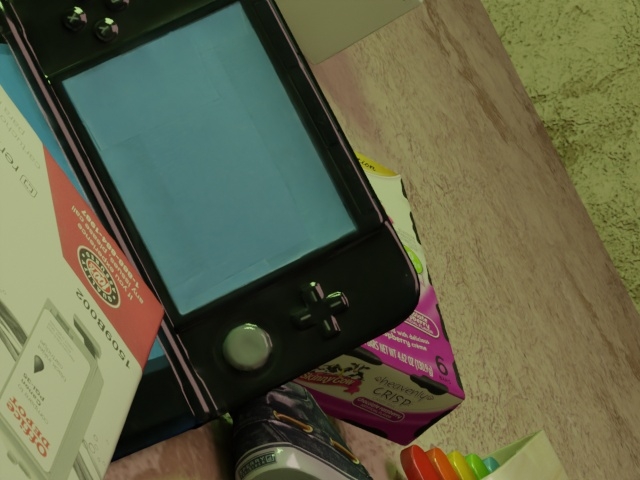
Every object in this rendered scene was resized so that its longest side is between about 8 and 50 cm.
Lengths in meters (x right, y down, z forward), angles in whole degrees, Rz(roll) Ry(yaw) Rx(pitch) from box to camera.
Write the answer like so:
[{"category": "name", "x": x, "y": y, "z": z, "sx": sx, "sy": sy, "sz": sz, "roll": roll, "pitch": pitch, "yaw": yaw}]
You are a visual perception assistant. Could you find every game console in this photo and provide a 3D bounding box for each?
[{"category": "game console", "x": -0.097, "y": -0.044, "z": 1.045, "sx": 0.293, "sy": 0.250, "sz": 0.173, "roll": 63, "pitch": -11, "yaw": 5}]

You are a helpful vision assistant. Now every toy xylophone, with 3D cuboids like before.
[{"category": "toy xylophone", "x": 0.173, "y": 0.265, "z": 1.488, "sx": 0.236, "sy": 0.081, "sz": 0.323, "roll": 65, "pitch": 16, "yaw": 13}]

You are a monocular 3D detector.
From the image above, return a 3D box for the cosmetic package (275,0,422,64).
[{"category": "cosmetic package", "x": -0.031, "y": -0.339, "z": 1.799, "sx": 0.224, "sy": 0.138, "sz": 0.224, "roll": 44, "pitch": 24, "yaw": -46}]

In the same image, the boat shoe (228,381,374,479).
[{"category": "boat shoe", "x": 0.004, "y": 0.153, "z": 1.188, "sx": 0.183, "sy": 0.065, "sz": 0.083, "roll": 43, "pitch": 25, "yaw": -46}]

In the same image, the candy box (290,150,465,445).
[{"category": "candy box", "x": 0.009, "y": 0.022, "z": 1.345, "sx": 0.159, "sy": 0.071, "sz": 0.233, "roll": 26, "pitch": 35, "yaw": -37}]

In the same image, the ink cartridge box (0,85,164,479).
[{"category": "ink cartridge box", "x": -0.181, "y": 0.040, "z": 0.714, "sx": 0.207, "sy": 0.117, "sz": 0.283, "roll": 56, "pitch": 16, "yaw": -18}]
